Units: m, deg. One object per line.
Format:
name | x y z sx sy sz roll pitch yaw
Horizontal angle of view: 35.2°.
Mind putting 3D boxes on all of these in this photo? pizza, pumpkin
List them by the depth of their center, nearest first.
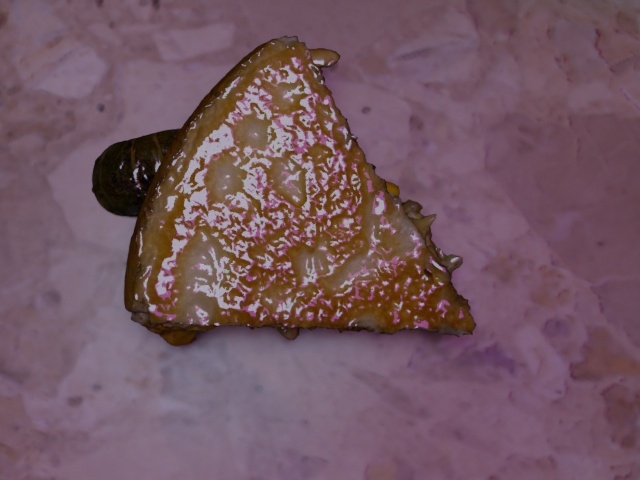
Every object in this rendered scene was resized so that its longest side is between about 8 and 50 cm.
pizza | 0.000 0.000 0.573 0.199 0.062 0.188 32 87 -6
pumpkin | -0.094 -0.039 0.586 0.083 0.028 0.050 -13 85 -1
